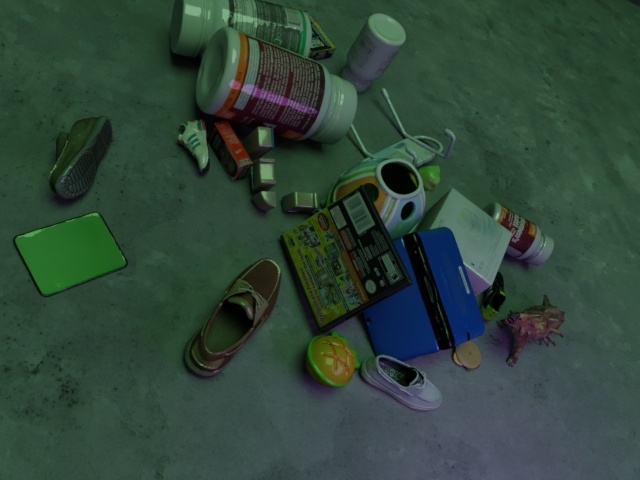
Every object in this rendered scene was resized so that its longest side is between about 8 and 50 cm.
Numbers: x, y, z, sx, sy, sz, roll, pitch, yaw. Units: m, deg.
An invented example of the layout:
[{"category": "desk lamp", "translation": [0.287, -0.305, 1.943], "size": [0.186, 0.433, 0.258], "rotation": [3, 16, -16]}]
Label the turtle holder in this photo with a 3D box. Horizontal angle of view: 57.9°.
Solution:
[{"category": "turtle holder", "translation": [0.183, -0.101, 1.538], "size": [0.321, 0.227, 0.243], "rotation": [7, 58, -23]}]

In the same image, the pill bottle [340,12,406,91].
[{"category": "pill bottle", "translation": [0.156, -0.580, 1.815], "size": [0.131, 0.229, 0.131], "rotation": [13, 56, -20]}]

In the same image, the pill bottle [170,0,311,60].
[{"category": "pill bottle", "translation": [-0.225, -0.581, 1.633], "size": [0.362, 0.204, 0.204], "rotation": [4, 60, -25]}]

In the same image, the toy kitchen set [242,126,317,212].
[{"category": "toy kitchen set", "translation": [-0.106, -0.176, 1.528], "size": [0.166, 0.122, 0.206], "rotation": [1, 81, -28]}]

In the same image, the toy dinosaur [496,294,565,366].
[{"category": "toy dinosaur", "translation": [0.596, 0.222, 1.573], "size": [0.296, 0.200, 0.127], "rotation": [-23, 74, -36]}]

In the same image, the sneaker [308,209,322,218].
[{"category": "sneaker", "translation": [0.000, 0.000, 1.485], "size": [0.077, 0.072, 0.178], "rotation": [-13, 62, -21]}]

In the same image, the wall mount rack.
[{"category": "wall mount rack", "translation": [0.227, -0.323, 1.766], "size": [0.304, 0.130, 0.350], "rotation": [37, 46, 27]}]

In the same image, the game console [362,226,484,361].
[{"category": "game console", "translation": [0.244, 0.135, 1.462], "size": [0.250, 0.173, 0.292], "rotation": [-9, 79, -44]}]

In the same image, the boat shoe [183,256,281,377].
[{"category": "boat shoe", "translation": [-0.169, 0.154, 1.268], "size": [0.123, 0.116, 0.324], "rotation": [34, 51, -5]}]

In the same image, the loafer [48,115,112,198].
[{"category": "loafer", "translation": [-0.553, -0.190, 1.309], "size": [0.088, 0.094, 0.251], "rotation": [6, 46, 4]}]

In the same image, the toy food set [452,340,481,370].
[{"category": "toy food set", "translation": [0.390, 0.302, 1.531], "size": [0.083, 0.020, 0.083], "rotation": [28, 52, -10]}]

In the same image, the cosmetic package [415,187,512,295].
[{"category": "cosmetic package", "translation": [0.388, 0.013, 1.634], "size": [0.225, 0.138, 0.224], "rotation": [36, 51, -1]}]

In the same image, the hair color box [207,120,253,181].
[{"category": "hair color box", "translation": [-0.235, -0.231, 1.499], "size": [0.043, 0.072, 0.141], "rotation": [-22, 73, -36]}]

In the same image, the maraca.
[{"category": "maraca", "translation": [0.031, 0.268, 1.321], "size": [0.127, 0.099, 0.186], "rotation": [55, 27, 9]}]

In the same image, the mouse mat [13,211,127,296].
[{"category": "mouse mat", "translation": [-0.528, 0.024, 1.231], "size": [0.190, 0.007, 0.152], "rotation": [-24, 74, -35]}]

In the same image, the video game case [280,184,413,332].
[{"category": "video game case", "translation": [0.053, 0.042, 1.376], "size": [0.035, 0.248, 0.274], "rotation": [29, 33, -59]}]

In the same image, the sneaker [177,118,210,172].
[{"category": "sneaker", "translation": [-0.324, -0.239, 1.476], "size": [0.076, 0.057, 0.161], "rotation": [-6, 64, -12]}]

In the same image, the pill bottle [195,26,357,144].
[{"category": "pill bottle", "translation": [-0.112, -0.398, 1.554], "size": [0.393, 0.224, 0.223], "rotation": [12, 56, -32]}]

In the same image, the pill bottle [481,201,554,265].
[{"category": "pill bottle", "translation": [0.590, -0.017, 1.766], "size": [0.221, 0.121, 0.121], "rotation": [27, 52, -10]}]

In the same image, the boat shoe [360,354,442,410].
[{"category": "boat shoe", "translation": [0.206, 0.337, 1.372], "size": [0.228, 0.081, 0.079], "rotation": [28, 53, -15]}]

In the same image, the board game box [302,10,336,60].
[{"category": "board game box", "translation": [-0.053, -0.659, 1.872], "size": [0.141, 0.048, 0.170], "rotation": [-24, 74, -38]}]

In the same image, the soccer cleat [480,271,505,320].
[{"category": "soccer cleat", "translation": [0.501, 0.151, 1.648], "size": [0.060, 0.072, 0.178], "rotation": [33, 52, -6]}]
